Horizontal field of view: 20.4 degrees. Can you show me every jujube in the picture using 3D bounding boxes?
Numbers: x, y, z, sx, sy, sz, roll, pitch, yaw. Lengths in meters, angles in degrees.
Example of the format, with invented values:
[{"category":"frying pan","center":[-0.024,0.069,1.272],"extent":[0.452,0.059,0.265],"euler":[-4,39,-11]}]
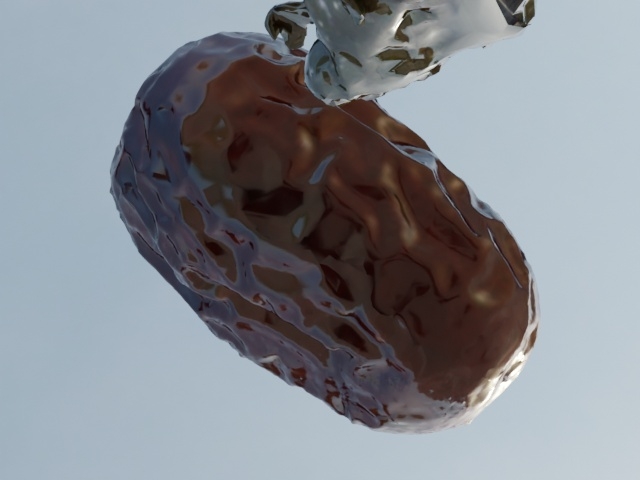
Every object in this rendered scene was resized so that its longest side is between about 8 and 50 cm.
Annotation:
[{"category":"jujube","center":[0.000,0.000,0.667],"extent":[0.176,0.112,0.109],"euler":[41,-87,13]}]

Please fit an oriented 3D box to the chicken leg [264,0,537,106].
[{"category":"chicken leg","center":[0.006,-0.080,0.290],"extent":[0.080,0.125,0.196],"euler":[60,-161,14]}]
